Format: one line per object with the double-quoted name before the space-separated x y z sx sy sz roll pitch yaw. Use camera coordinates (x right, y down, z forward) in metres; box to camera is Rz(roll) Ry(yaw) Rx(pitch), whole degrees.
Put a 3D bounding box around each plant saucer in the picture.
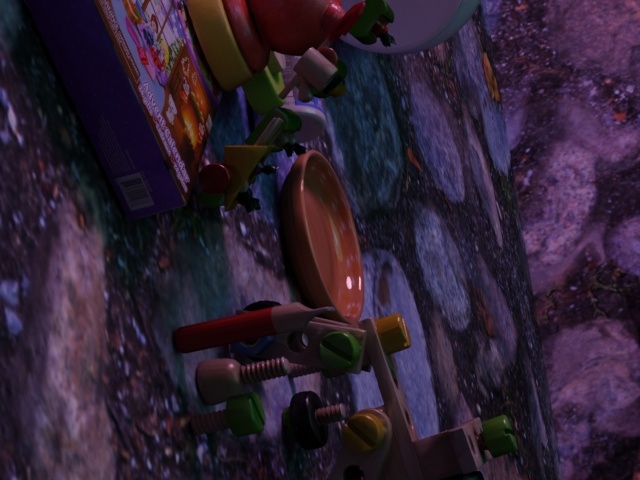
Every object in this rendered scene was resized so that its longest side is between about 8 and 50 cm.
"plant saucer" 0.000 0.000 1.831 0.200 0.037 0.200 -14 90 -74

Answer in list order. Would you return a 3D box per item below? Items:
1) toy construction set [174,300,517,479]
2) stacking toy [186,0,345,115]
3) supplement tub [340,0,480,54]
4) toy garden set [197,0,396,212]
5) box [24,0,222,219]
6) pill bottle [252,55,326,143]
"toy construction set" 0.038 0.139 1.477 0.309 0.237 0.257 52 29 -55
"stacking toy" -0.054 -0.279 1.598 0.279 0.130 0.309 48 25 -72
"supplement tub" 0.109 -0.377 2.148 0.331 0.241 0.241 -58 132 -69
"toy garden set" -0.014 -0.114 1.474 0.049 0.244 0.204 41 6 3
"box" -0.170 -0.192 1.356 0.201 0.057 0.293 -80 152 -57
"pill bottle" -0.038 -0.178 1.769 0.078 0.078 0.137 46 34 -61
